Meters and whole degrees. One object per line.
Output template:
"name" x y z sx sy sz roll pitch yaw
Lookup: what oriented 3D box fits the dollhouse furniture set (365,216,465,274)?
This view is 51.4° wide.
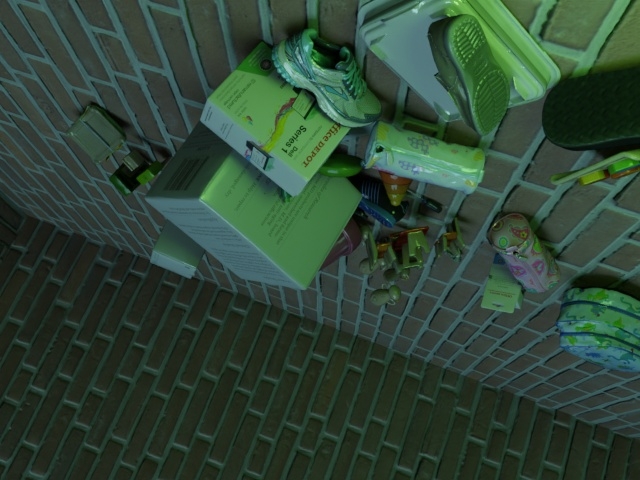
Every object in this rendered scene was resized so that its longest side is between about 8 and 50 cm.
"dollhouse furniture set" 0.260 0.004 1.959 0.262 0.135 0.259 -10 165 -4

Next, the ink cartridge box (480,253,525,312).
"ink cartridge box" 0.554 0.137 1.983 0.104 0.180 0.060 10 157 33

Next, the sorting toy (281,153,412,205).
"sorting toy" 0.067 -0.140 1.630 0.365 0.126 0.127 -3 -157 -7

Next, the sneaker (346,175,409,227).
"sneaker" 0.143 -0.134 1.877 0.232 0.090 0.081 40 166 15

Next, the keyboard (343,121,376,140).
"keyboard" 0.052 -0.277 1.681 0.072 0.014 0.256 29 161 -33

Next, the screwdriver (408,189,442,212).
"screwdriver" 0.268 -0.127 1.843 0.170 0.024 0.025 34 129 -14

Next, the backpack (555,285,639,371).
"backpack" 0.861 0.264 1.947 0.355 0.273 0.290 43 161 -19

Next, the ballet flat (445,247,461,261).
"ballet flat" 0.411 0.033 2.079 0.114 0.041 0.041 31 159 -26

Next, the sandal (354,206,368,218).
"sandal" 0.109 -0.104 1.973 0.067 0.040 0.179 28 -169 -10

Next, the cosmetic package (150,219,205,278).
"cosmetic package" -0.406 -0.079 2.157 0.155 0.366 0.197 25 160 -10

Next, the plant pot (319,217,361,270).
"plant pot" 0.000 0.000 2.125 0.201 0.180 0.201 35 154 20

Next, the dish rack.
"dish rack" 0.244 -0.335 1.234 0.333 0.072 0.285 35 158 -30

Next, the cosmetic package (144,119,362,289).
"cosmetic package" -0.176 -0.117 1.780 0.329 0.327 0.393 5 148 51

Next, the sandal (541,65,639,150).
"sandal" 0.588 -0.222 1.091 0.107 0.168 0.445 5 -176 -41

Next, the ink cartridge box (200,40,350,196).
"ink cartridge box" -0.093 -0.266 1.481 0.278 0.201 0.117 39 157 -6

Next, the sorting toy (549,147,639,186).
"sorting toy" 0.579 -0.143 1.272 0.193 0.038 0.208 -13 177 -25

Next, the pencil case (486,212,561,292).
"pencil case" 0.558 0.041 1.815 0.124 0.124 0.284 5 156 39

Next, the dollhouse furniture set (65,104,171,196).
"dollhouse furniture set" -0.670 -0.329 2.234 0.197 0.151 0.301 -27 113 39

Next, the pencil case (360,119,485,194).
"pencil case" 0.233 -0.188 1.508 0.273 0.114 0.124 14 180 -8

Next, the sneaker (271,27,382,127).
"sneaker" 0.037 -0.337 1.397 0.283 0.110 0.122 27 147 -31

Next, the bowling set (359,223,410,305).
"bowling set" 0.230 0.057 2.203 0.154 0.200 0.287 -30 84 60

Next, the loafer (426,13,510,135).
"loafer" 0.253 -0.286 1.142 0.087 0.094 0.251 37 166 46
